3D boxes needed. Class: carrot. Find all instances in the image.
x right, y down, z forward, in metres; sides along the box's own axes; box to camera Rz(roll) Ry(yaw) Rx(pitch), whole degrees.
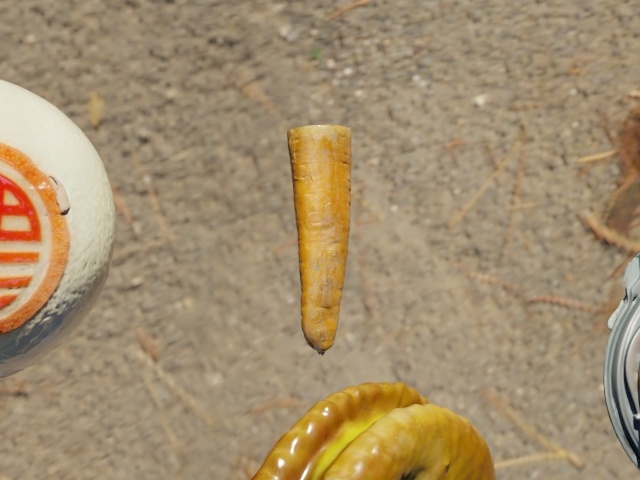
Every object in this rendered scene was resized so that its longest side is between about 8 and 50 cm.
[{"bbox_3d":[0.000,0.000,1.458,0.061,0.061,0.209,-5,80,28],"label":"carrot"}]

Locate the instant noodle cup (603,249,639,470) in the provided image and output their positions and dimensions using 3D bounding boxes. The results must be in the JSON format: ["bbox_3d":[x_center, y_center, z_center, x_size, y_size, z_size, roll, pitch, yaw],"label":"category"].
[{"bbox_3d":[0.281,0.090,0.993,0.208,0.125,0.177,40,84,-9],"label":"instant noodle cup"}]

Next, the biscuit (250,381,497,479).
[{"bbox_3d":[0.027,0.190,0.894,0.066,0.220,0.220,12,107,37],"label":"biscuit"}]

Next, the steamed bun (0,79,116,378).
[{"bbox_3d":[-0.320,-0.008,1.434,0.283,0.177,0.283,-1,95,-13],"label":"steamed bun"}]
